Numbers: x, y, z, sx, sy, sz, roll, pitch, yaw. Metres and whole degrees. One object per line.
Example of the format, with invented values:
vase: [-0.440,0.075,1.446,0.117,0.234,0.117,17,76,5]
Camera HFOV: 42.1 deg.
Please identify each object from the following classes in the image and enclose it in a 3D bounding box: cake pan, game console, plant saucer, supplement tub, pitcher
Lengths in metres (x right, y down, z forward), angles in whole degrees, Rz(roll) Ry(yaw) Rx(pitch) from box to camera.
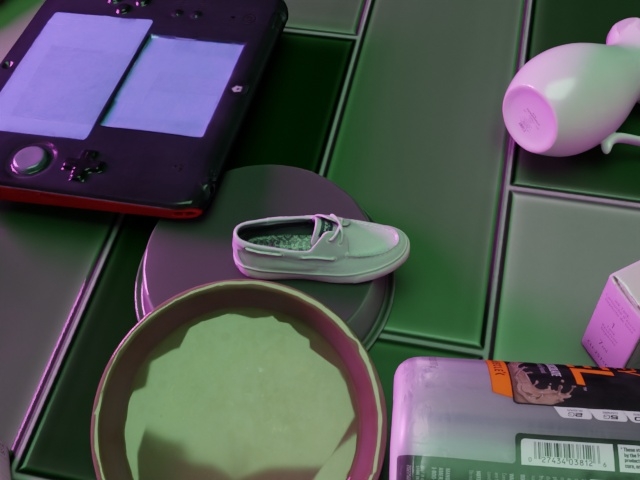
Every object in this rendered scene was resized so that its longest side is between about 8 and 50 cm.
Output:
cake pan: [-0.064,0.029,0.914,0.294,0.054,0.293,-2,56,3]
game console: [-0.247,-0.193,1.039,0.342,0.060,0.386,5,53,15]
plant saucer: [-0.076,0.174,0.786,0.278,0.041,0.277,-1,74,5]
supplement tub: [0.225,0.207,0.684,0.338,0.207,0.207,3,57,5]
pitcher: [0.334,-0.158,0.983,0.207,0.125,0.177,-26,73,-26]

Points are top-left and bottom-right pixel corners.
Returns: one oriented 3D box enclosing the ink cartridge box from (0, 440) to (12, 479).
ink cartridge box: [-0.359,0.309,0.749,0.171,0.056,0.235,-17,55,-8]

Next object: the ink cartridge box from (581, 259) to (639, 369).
ink cartridge box: [0.409,0.000,0.777,0.296,0.261,0.066,-24,59,-12]

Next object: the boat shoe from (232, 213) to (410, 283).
boat shoe: [0.000,0.000,0.857,0.184,0.063,0.066,3,56,6]
